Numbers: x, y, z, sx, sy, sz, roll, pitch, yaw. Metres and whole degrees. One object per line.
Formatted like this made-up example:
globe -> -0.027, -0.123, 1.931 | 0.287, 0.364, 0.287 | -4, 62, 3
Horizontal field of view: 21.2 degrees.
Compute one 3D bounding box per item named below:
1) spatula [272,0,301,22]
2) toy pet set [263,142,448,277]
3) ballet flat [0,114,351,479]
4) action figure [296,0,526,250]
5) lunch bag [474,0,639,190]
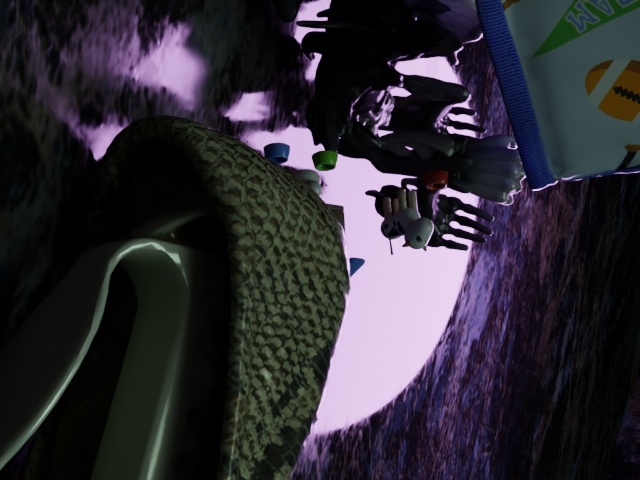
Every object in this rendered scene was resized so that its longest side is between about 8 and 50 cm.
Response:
spatula -> -0.022, -0.249, 0.883 | 0.084, 0.030, 0.296 | -75, 168, -56
toy pet set -> 0.000, 0.000, 1.001 | 0.114, 0.122, 0.065 | -33, -125, 55
ballet flat -> -0.104, 0.165, 0.733 | 0.182, 0.164, 0.482 | 39, 56, -50
action figure -> 0.067, -0.097, 1.086 | 0.275, 0.141, 0.164 | 58, 36, -68
lunch bag -> 0.223, -0.242, 0.930 | 0.239, 0.328, 0.385 | -47, 124, -77
